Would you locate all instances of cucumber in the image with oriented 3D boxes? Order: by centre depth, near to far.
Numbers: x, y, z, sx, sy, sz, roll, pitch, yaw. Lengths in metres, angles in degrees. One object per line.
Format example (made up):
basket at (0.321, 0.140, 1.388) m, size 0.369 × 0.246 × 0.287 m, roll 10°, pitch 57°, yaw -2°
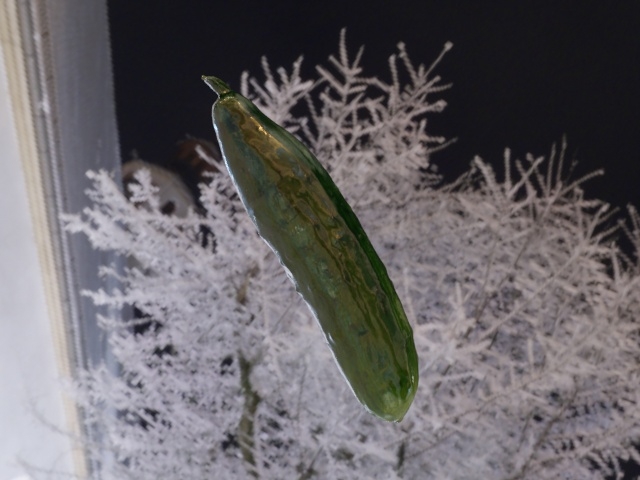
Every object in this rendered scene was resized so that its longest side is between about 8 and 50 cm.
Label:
cucumber at (0.000, 0.000, 0.340) m, size 0.037 × 0.037 × 0.155 m, roll -28°, pitch -87°, yaw 47°
